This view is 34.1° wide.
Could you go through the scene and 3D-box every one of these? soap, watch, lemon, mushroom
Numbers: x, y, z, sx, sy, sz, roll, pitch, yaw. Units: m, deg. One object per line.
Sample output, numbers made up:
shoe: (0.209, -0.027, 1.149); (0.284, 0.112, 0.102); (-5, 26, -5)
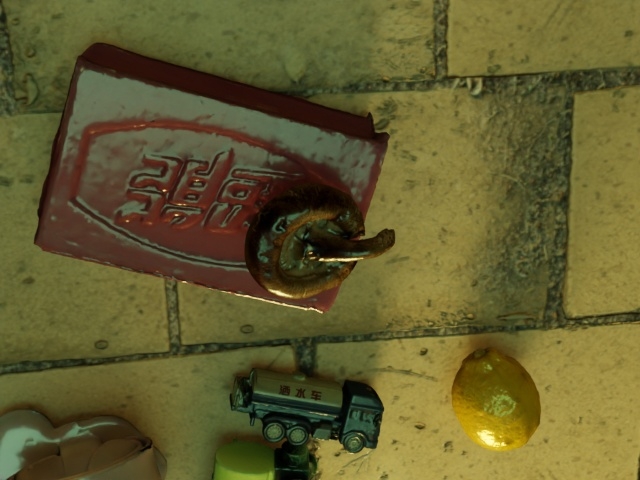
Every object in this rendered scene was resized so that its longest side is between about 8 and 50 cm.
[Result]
soap: (-0.130, -0.073, 1.208); (0.359, 0.128, 0.233); (13, 109, -14)
watch: (-0.313, 0.310, 1.279); (0.248, 0.217, 0.211); (-13, 92, -7)
lemon: (0.232, 0.209, 1.377); (0.114, 0.114, 0.155); (-20, 116, 1)
mushroom: (0.000, -0.001, 1.148); (0.170, 0.080, 0.135); (-1, 125, -10)

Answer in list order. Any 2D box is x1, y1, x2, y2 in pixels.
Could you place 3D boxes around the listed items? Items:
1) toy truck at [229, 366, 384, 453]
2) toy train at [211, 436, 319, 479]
toy truck: (-0.018, 0.218, 1.375); (0.201, 0.074, 0.088); (11, 101, -11)
toy train: (-0.088, 0.378, 1.409); (0.157, 0.105, 0.253); (6, 116, -5)
